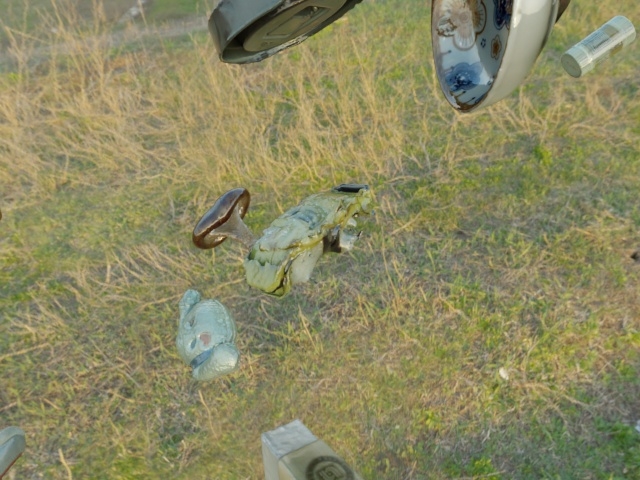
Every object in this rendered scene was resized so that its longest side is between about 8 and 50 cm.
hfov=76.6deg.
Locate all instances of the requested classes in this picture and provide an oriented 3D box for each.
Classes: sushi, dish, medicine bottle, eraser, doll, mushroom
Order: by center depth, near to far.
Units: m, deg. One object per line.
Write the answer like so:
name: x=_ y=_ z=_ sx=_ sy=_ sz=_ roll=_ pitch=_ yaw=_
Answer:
dish: x=0.137 y=-0.165 z=0.283 sx=0.078 sy=0.141 sz=0.141 roll=-7 pitch=45 yaw=-1
eraser: x=0.034 y=0.363 z=0.480 sx=0.078 sy=0.143 sz=0.344 roll=-10 pitch=14 yaw=-31
medicine bottle: x=0.408 y=-0.285 z=0.598 sx=0.083 sy=0.047 sz=0.047 roll=-35 pitch=45 yaw=12
doll: x=-0.186 y=0.152 z=0.658 sx=0.103 sy=0.072 sz=0.214 roll=-55 pitch=42 yaw=2
sushi: x=-0.002 y=-0.006 z=0.703 sx=0.139 sy=0.131 sz=0.291 roll=8 pitch=34 yaw=43
mushroom: x=-0.232 y=-0.027 z=1.189 sx=0.218 sy=0.148 sz=0.226 roll=33 pitch=81 yaw=14

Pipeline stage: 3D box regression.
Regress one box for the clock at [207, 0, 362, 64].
clock: x=-0.057 y=-0.438 z=0.767 sx=0.326 sy=0.067 sz=0.325 roll=-24 pitch=14 yaw=6

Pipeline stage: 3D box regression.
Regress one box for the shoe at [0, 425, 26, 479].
shoe: x=-0.387 y=0.334 z=0.448 sx=0.126 sy=0.099 sz=0.227 roll=32 pitch=53 yaw=-15

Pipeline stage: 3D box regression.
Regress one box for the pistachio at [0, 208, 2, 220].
pistachio: x=-0.680 y=-0.060 z=0.696 sx=0.144 sy=0.215 sz=0.143 roll=-5 pitch=80 yaw=29
